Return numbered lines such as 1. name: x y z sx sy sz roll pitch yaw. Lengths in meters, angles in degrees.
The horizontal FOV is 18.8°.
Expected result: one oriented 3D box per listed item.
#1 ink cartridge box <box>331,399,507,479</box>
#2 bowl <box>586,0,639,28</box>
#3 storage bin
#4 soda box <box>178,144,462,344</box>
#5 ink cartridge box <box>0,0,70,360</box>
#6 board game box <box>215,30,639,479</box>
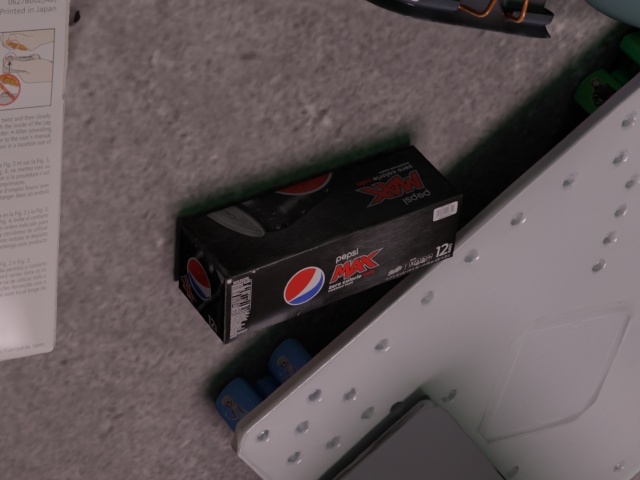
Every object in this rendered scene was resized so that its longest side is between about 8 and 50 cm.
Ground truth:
1. ink cartridge box: 0.142 0.276 1.333 0.129 0.223 0.307 -41 142 0
2. bowl: 0.308 -0.221 1.141 0.311 0.163 0.311 -23 138 -23
3. storage bin: 0.080 -0.169 1.059 0.135 0.098 0.091 2 114 -41
4. soda box: 0.000 0.000 1.168 0.169 0.060 0.053 -20 138 -27
5. ink cartridge box: -0.218 -0.037 0.975 0.181 0.056 0.224 -9 112 -34
6. board game box: 0.154 0.081 1.381 0.390 0.050 0.390 -41 141 -1
